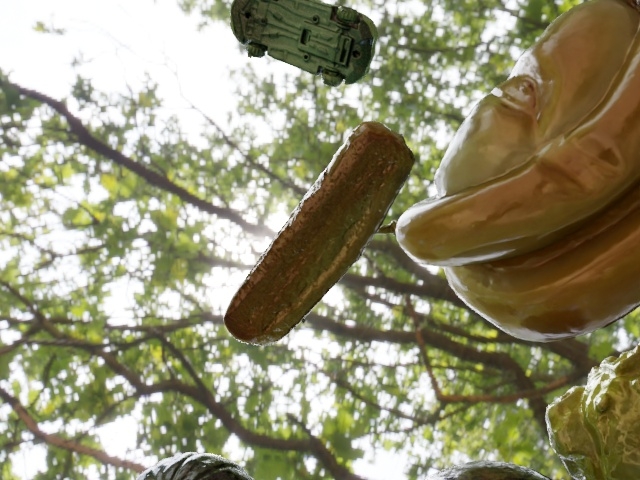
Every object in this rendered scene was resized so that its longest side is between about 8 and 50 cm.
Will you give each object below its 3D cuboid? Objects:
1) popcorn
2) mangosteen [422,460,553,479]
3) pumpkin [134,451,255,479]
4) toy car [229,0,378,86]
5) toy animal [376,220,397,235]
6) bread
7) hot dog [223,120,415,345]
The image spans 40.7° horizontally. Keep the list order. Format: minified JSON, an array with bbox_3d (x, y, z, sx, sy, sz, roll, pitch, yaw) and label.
[{"bbox_3d":[0.583,0.340,1.581,0.312,0.312,0.312,3,-136,-3],"label":"popcorn"},{"bbox_3d":[0.197,0.396,0.948,0.297,0.293,0.297,-15,-122,25],"label":"mangosteen"},{"bbox_3d":[-0.164,0.421,1.153,0.248,0.248,0.248,3,-136,-3],"label":"pumpkin"},{"bbox_3d":[-0.018,-0.239,0.976,0.186,0.093,0.058,25,-152,22],"label":"toy car"},{"bbox_3d":[0.030,-0.011,1.466,0.136,0.181,0.073,-5,-109,-33],"label":"toy animal"},{"bbox_3d":[0.284,-0.102,0.937,0.245,0.424,0.329,40,-173,-11],"label":"bread"},{"bbox_3d":[0.000,0.000,0.678,0.066,0.215,0.047,34,-159,-4],"label":"hot dog"}]
